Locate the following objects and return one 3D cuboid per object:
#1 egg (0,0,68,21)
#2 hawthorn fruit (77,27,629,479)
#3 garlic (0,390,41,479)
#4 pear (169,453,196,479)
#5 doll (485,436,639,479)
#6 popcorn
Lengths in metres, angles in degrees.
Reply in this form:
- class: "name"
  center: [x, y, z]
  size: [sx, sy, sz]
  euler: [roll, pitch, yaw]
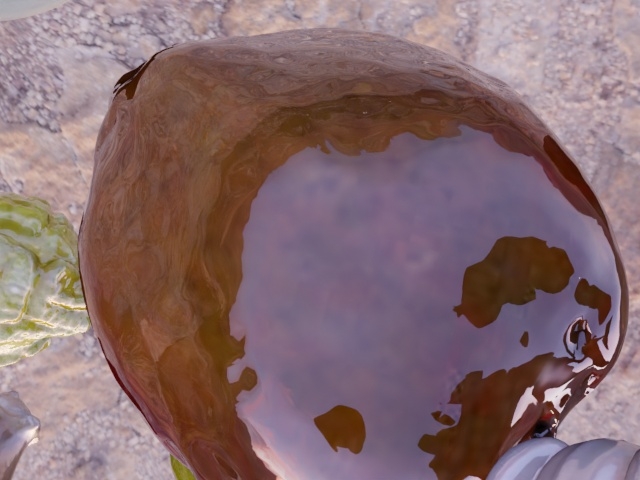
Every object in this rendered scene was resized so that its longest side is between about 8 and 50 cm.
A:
- class: "egg"
  center: [-0.365, -0.344, 0.884]
  size: [0.371, 0.229, 0.230]
  euler: [-33, 129, -50]
- class: "hawthorn fruit"
  center: [0.014, 0.015, 0.497]
  size: [0.308, 0.308, 0.325]
  euler: [-39, 105, -11]
- class: "garlic"
  center: [-0.534, 0.388, 1.159]
  size: [0.245, 0.340, 0.231]
  euler: [12, 141, -21]
- class: "pear"
  center: [-0.033, 0.141, 0.738]
  size: [0.216, 0.180, 0.166]
  euler: [-57, 164, -4]
- class: "doll"
  center: [0.223, 0.170, 0.412]
  size: [0.383, 0.188, 0.099]
  euler: [21, 68, -31]
- class: "popcorn"
  center: [-0.340, 0.041, 0.910]
  size: [0.167, 0.186, 0.187]
  euler: [25, 124, -40]
